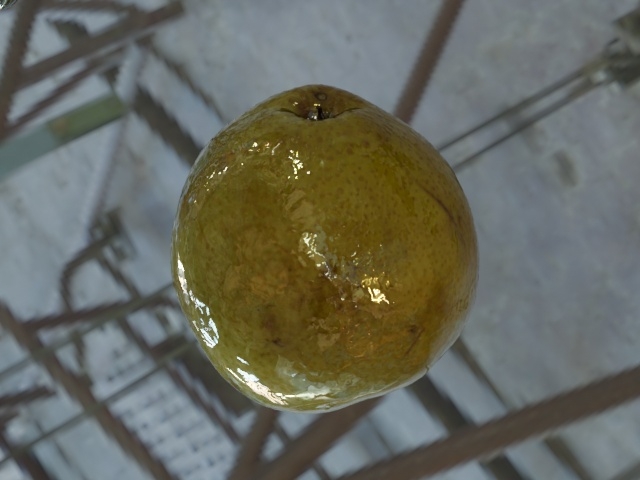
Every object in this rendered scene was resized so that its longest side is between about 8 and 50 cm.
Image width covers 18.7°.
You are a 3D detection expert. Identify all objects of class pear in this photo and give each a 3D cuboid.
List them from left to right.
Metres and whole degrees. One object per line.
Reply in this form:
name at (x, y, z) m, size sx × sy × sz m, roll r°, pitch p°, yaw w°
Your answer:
pear at (0.000, 0.000, 1.266) m, size 0.209 × 0.209 × 0.208 m, roll 29°, pitch 134°, yaw 35°

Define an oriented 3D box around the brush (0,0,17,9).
brush at (-0.037, -0.145, 0.445) m, size 0.301 × 0.084 × 0.071 m, roll -35°, pitch 50°, yaw 41°
